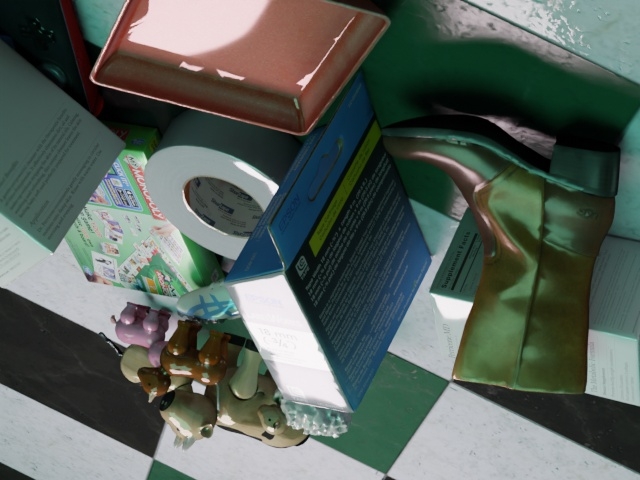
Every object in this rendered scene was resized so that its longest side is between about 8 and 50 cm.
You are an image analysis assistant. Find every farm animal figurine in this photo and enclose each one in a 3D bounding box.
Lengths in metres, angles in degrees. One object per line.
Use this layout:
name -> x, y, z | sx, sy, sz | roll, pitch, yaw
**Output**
farm animal figurine -> -0.146, 0.211, 2.234 | 0.327, 0.172, 0.330 | 18, 177, -13

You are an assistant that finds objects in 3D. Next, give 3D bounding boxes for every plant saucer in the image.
plant saucer -> -0.089, -0.217, 1.704 | 0.259, 0.048, 0.258 | 12, 151, -17

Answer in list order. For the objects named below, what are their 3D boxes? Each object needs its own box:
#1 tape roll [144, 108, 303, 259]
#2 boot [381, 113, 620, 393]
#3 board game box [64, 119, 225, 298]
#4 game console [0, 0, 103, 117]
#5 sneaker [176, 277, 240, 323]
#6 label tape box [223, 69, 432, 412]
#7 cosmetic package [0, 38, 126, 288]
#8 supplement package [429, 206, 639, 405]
tape roll -> -0.103, -0.066, 1.967 | 0.219, 0.072, 0.219 | 18, 146, 13
boot -> 0.177, 0.014, 1.733 | 0.264, 0.096, 0.280 | 10, 107, 8
board game box -> -0.267, -0.040, 2.146 | 0.213, 0.046, 0.317 | 9, 144, 24
game console -> -0.459, -0.274, 1.940 | 0.386, 0.060, 0.342 | 14, 146, 19
sneaker -> -0.089, 0.058, 2.117 | 0.237, 0.085, 0.086 | -12, 95, 29
label tape box -> 0.000, 0.000, 1.831 | 0.106, 0.240, 0.334 | 9, 143, 29
cosmetic package -> -0.437, -0.142, 1.885 | 0.365, 0.197, 0.155 | 41, 144, -15
supplement package -> 0.265, 0.074, 1.843 | 0.244, 0.134, 0.139 | 12, 145, 22
